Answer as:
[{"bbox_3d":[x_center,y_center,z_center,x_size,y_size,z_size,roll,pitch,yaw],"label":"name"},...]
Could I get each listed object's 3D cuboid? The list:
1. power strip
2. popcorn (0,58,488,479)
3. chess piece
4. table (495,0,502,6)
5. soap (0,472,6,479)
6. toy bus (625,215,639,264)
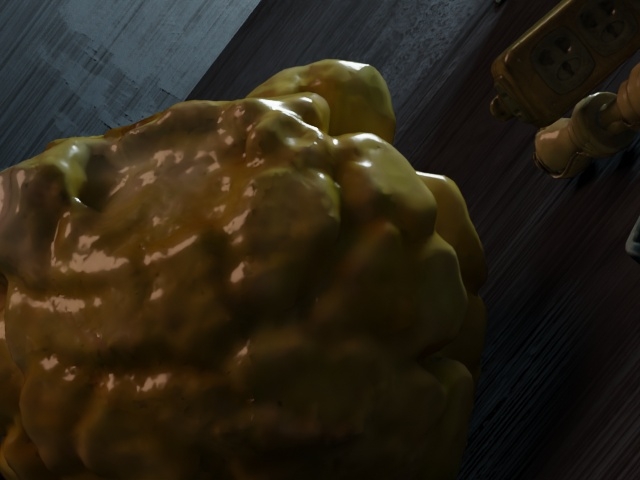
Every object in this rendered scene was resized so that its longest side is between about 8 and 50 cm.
[{"bbox_3d":[0.241,-0.188,1.220,0.305,0.064,0.044,-41,3,-16],"label":"power strip"},{"bbox_3d":[-0.067,0.077,1.134,0.354,0.344,0.390,42,129,55],"label":"popcorn"},{"bbox_3d":[0.212,-0.086,1.219,0.172,0.060,0.060,-33,24,59],"label":"chess piece"},{"bbox_3d":[0.190,-0.360,1.738,0.175,0.146,0.062,-46,16,26],"label":"table"},{"bbox_3d":[-0.224,0.189,1.754,0.099,0.162,0.250,-51,11,33],"label":"soap"},{"bbox_3d":[0.254,0.007,0.677,0.128,0.147,0.256,-54,19,-6],"label":"toy bus"}]
